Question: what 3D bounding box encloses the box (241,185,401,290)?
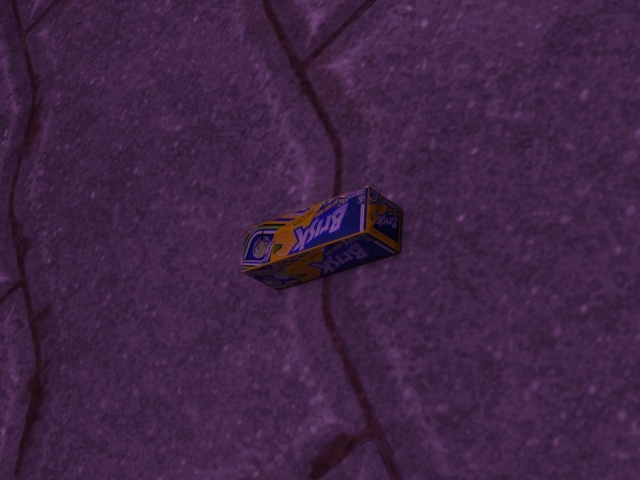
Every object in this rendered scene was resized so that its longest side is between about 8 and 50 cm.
[{"bbox_3d":[0.000,0.000,1.315,0.169,0.059,0.054,-19,55,37],"label":"box"}]
